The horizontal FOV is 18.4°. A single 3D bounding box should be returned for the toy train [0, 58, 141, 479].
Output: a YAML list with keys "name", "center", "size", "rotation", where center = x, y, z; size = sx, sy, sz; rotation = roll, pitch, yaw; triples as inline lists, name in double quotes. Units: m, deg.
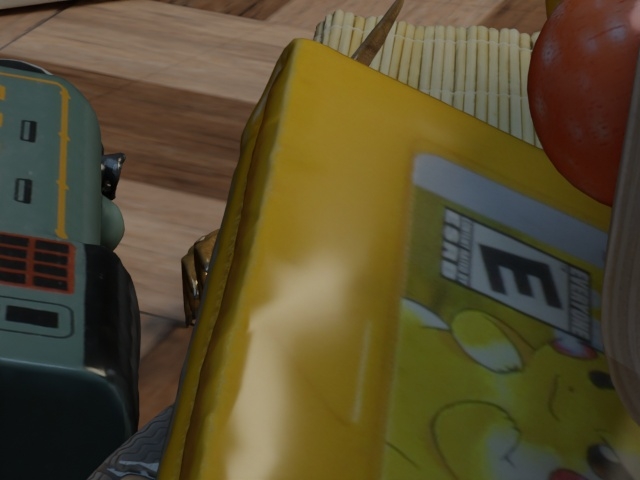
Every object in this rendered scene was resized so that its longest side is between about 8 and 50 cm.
- name: "toy train"
  center: [-0.163, 0.011, 0.722]
  size: [0.190, 0.142, 0.334]
  rotation: [10, 24, -11]

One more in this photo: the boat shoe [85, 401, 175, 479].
- name: "boat shoe"
  center: [0.024, 0.098, 0.574]
  size: [0.123, 0.116, 0.324]
  rotation: [45, 37, 20]

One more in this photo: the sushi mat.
- name: "sushi mat"
  center: [0.056, -0.044, 0.957]
  size: [0.151, 0.019, 0.316]
  rotation: [5, 27, 3]

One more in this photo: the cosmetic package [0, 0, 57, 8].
- name: "cosmetic package"
  center: [-0.152, -0.247, 1.207]
  size: [0.224, 0.138, 0.225]
  rotation: [-11, 31, -23]

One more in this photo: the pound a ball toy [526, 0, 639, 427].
- name: "pound a ball toy"
  center: [0.114, -0.008, 0.473]
  size: [0.135, 0.208, 0.319]
  rotation: [9, 21, 8]

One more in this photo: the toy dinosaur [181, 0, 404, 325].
- name: "toy dinosaur"
  center: [0.000, 0.000, 0.807]
  size: [0.112, 0.064, 0.212]
  rotation: [-6, 55, -12]

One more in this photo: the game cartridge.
- name: "game cartridge"
  center: [0.115, 0.095, 0.495]
  size: [0.323, 0.053, 0.285]
  rotation: [22, 35, -9]
